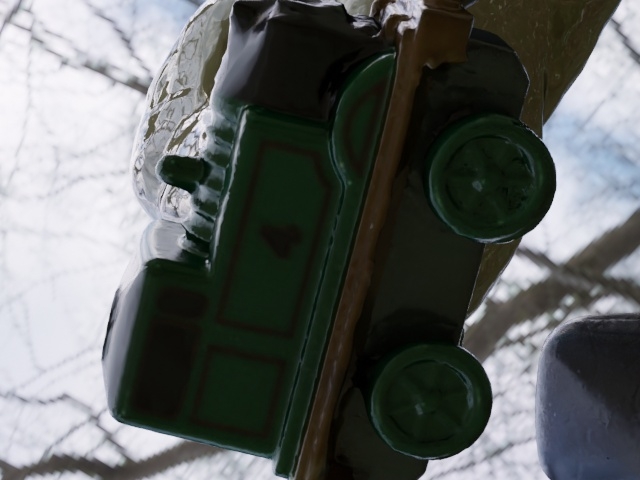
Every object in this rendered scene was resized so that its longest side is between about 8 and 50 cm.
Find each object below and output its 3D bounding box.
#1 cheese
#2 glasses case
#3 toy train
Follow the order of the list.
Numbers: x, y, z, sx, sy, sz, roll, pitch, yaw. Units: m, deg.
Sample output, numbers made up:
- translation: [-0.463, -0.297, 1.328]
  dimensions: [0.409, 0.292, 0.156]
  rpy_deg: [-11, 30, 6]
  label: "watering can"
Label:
- translation: [0.022, -0.123, 1.035]
  dimensions: [0.130, 0.328, 0.351]
  rpy_deg: [27, -102, -29]
  label: "cheese"
- translation: [0.075, 0.029, 0.301]
  dimensions: [0.083, 0.033, 0.023]
  rpy_deg: [-1, -146, 18]
  label: "glasses case"
- translation: [0.000, 0.000, 0.650]
  dimensions: [0.136, 0.227, 0.091]
  rpy_deg: [10, -165, -7]
  label: "toy train"
